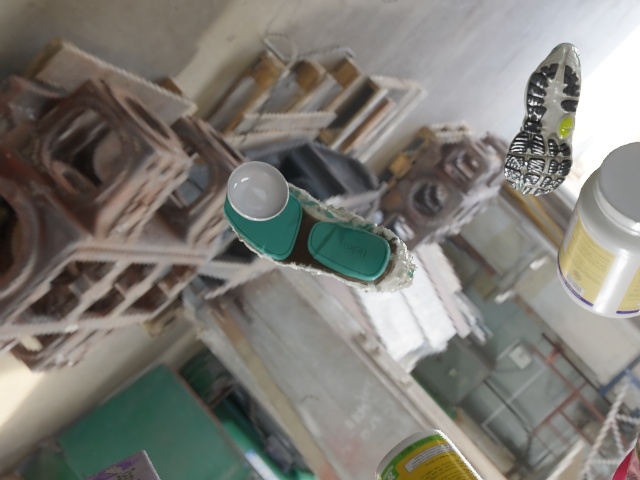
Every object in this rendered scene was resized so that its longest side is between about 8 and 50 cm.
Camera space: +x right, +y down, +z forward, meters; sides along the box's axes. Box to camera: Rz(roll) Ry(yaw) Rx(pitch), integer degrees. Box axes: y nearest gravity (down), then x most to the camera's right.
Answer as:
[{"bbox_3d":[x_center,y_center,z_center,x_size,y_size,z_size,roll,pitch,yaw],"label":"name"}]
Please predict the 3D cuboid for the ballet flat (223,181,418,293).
[{"bbox_3d":[0.000,0.000,1.738,0.147,0.409,0.147,-29,132,-38],"label":"ballet flat"}]

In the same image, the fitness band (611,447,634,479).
[{"bbox_3d":[0.633,0.397,1.707,0.291,0.209,0.054,-35,-148,-2],"label":"fitness band"}]

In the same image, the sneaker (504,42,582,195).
[{"bbox_3d":[0.371,-0.189,1.591,0.110,0.107,0.275,-62,165,-47],"label":"sneaker"}]

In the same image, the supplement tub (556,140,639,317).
[{"bbox_3d":[0.623,-0.018,1.988,0.241,0.241,0.331,-38,154,-22],"label":"supplement tub"}]

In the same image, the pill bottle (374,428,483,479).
[{"bbox_3d":[0.198,0.410,1.453,0.136,0.246,0.136,-22,137,-22],"label":"pill bottle"}]

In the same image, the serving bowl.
[{"bbox_3d":[-0.086,-0.062,1.310,0.083,0.083,0.027,-37,175,-26],"label":"serving bowl"}]

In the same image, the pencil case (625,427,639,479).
[{"bbox_3d":[0.519,0.251,1.360,0.160,0.167,0.386,-9,116,-31],"label":"pencil case"}]

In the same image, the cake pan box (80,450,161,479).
[{"bbox_3d":[-0.065,0.255,0.546,0.070,0.246,0.267,-23,-177,-16],"label":"cake pan box"}]
